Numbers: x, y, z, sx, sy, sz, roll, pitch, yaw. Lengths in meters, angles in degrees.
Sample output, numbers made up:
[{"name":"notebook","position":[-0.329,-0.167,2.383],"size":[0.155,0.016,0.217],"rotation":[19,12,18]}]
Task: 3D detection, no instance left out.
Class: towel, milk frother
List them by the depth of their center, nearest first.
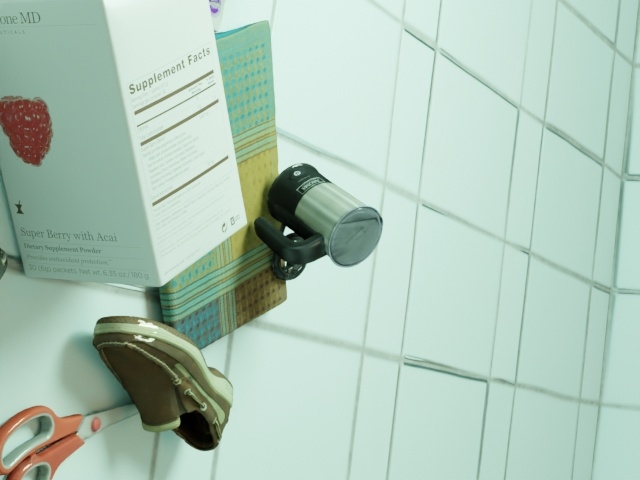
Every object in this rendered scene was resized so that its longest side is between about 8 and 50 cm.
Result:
[{"name":"towel","position":[-0.128,-0.067,1.796],"size":[0.271,0.040,0.370],"rotation":[-26,117,-58]},{"name":"milk frother","position":[0.000,0.000,1.859],"size":[0.129,0.135,0.143],"rotation":[-42,135,-10]}]

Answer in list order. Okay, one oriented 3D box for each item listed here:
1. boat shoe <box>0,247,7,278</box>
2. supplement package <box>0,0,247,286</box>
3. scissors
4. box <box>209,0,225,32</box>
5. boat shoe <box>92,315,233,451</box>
[{"name":"boat shoe","position":[-0.354,0.080,1.352],"size":[0.079,0.084,0.233],"rotation":[62,38,-42]},{"name":"supplement package","position":[-0.211,-0.123,1.493],"size":[0.175,0.178,0.292],"rotation":[-39,125,-53]},{"name":"scissors","position":[-0.256,0.194,1.603],"size":[0.297,0.021,0.109],"rotation":[-36,125,-54]},{"name":"box","position":[-0.210,-0.313,1.592],"size":[0.324,0.067,0.063],"rotation":[33,65,-59]},{"name":"boat shoe","position":[-0.171,0.168,1.666],"size":[0.257,0.095,0.095],"rotation":[44,46,-52]}]
